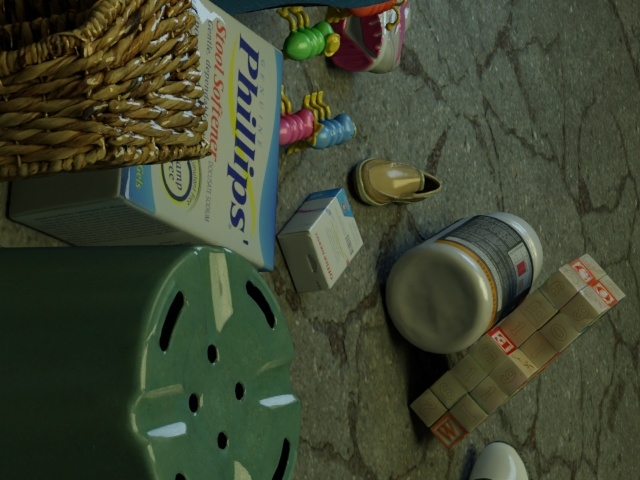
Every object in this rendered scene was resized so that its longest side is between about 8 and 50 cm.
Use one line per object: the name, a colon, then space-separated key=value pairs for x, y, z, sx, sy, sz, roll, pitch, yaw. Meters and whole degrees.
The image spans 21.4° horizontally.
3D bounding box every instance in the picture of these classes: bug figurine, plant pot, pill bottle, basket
bug figurine: x=0.005 y=-0.204 z=2.088 sx=0.216 sy=0.072 sz=0.279 roll=-25 pitch=140 yaw=-49
plant pot: x=-0.218 y=0.144 z=1.455 sx=0.341 sy=0.334 sz=0.341 roll=22 pitch=65 yaw=-60
pill bottle: x=0.217 y=0.052 z=2.464 sx=0.278 sy=0.162 sz=0.162 roll=-27 pitch=108 yaw=-60
basket: x=-0.272 y=-0.161 z=1.456 sx=0.213 sy=0.299 sz=0.223 roll=-12 pitch=97 yaw=-60

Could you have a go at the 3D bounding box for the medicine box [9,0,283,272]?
medicine box: x=-0.174 y=-0.118 z=1.786 sx=0.289 sy=0.149 sz=0.263 roll=27 pitch=61 yaw=-56

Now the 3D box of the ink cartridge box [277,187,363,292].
ink cartridge box: x=0.000 y=0.000 z=2.186 sx=0.122 sy=0.052 sz=0.088 roll=-53 pitch=130 yaw=-54

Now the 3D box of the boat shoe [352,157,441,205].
boat shoe: x=0.113 y=-0.086 z=2.391 sx=0.190 sy=0.072 sz=0.068 roll=-4 pitch=88 yaw=-62

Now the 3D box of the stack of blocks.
stack of blocks: x=0.282 y=0.157 z=2.421 sx=0.087 sy=0.297 sz=0.171 roll=49 pitch=26 yaw=9

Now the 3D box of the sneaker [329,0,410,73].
sneaker: x=0.071 y=-0.342 z=2.357 sx=0.111 sy=0.103 sz=0.252 roll=28 pitch=66 yaw=-62

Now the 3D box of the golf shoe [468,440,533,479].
golf shoe: x=0.240 y=0.400 z=2.498 sx=0.120 sy=0.105 sz=0.272 roll=49 pitch=43 yaw=-37

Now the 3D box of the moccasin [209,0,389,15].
moccasin: x=-0.029 y=-0.339 z=1.943 sx=0.117 sy=0.342 sz=0.137 roll=-122 pitch=-150 yaw=-56
